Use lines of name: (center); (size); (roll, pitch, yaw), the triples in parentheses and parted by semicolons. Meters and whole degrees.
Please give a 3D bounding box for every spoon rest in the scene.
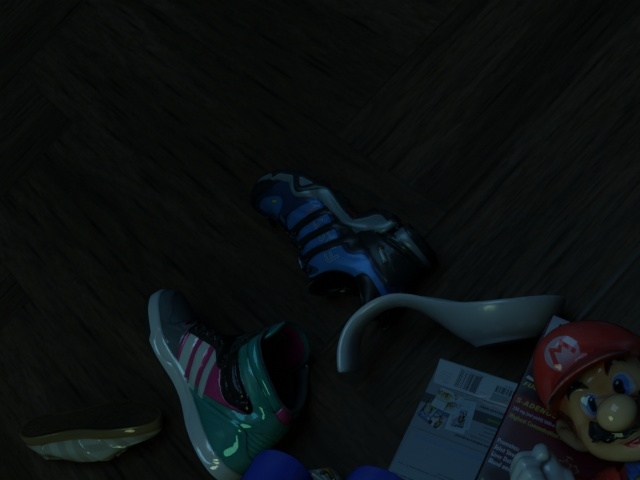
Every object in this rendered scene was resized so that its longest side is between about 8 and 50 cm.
spoon rest: (0.146, 0.091, 1.235); (0.276, 0.137, 0.084); (-15, 79, 22)

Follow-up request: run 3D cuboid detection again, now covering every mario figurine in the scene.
mario figurine: (0.306, 0.212, 0.964); (0.198, 0.170, 0.320); (-29, 75, -29)

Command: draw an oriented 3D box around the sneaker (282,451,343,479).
sneaker: (0.007, 0.304, 1.206); (0.225, 0.088, 0.092); (17, 69, 38)

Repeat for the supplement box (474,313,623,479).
supplement box: (0.249, 0.212, 1.102); (0.130, 0.073, 0.239); (23, 72, 15)

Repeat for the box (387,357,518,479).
box: (0.161, 0.238, 1.189); (0.145, 0.038, 0.186); (14, 67, 37)

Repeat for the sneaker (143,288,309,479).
sneaker: (-0.109, 0.143, 1.357); (0.178, 0.124, 0.295); (-37, 56, 12)

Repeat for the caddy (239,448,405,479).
caddy: (0.012, 0.359, 1.016); (0.241, 0.341, 0.179); (1, 43, 32)

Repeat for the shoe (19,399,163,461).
shoe: (-0.305, 0.264, 1.451); (0.219, 0.058, 0.076); (-9, 25, 22)

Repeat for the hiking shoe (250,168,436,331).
hiking shoe: (0.000, 0.000, 1.395); (0.304, 0.113, 0.132); (25, 74, 40)
